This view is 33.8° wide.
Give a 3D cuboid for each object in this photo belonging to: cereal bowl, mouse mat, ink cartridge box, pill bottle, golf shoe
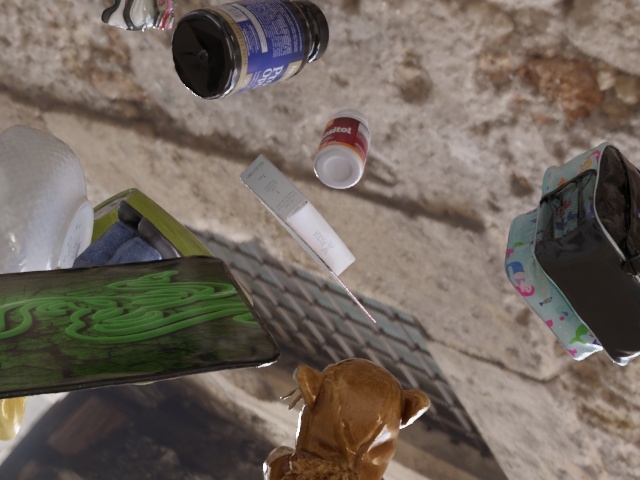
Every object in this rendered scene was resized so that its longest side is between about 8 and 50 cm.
[{"bbox_3d":[-0.453,-0.005,1.668,0.141,0.339,0.339,14,-128,3],"label":"cereal bowl"},{"bbox_3d":[-0.125,0.038,0.491,0.189,0.007,0.152,-4,-162,-16],"label":"mouse mat"},{"bbox_3d":[0.000,0.000,1.743,0.060,0.275,0.239,-45,-118,-2],"label":"ink cartridge box"},{"bbox_3d":[0.041,-0.164,1.829,0.086,0.086,0.152,-16,-149,22],"label":"pill bottle"},{"bbox_3d":[-0.206,-0.319,1.141,0.086,0.067,0.186,-4,-102,-16],"label":"golf shoe"},{"bbox_3d":[-0.091,-0.276,1.470,0.123,0.123,0.219,8,-158,40],"label":"pill bottle"}]

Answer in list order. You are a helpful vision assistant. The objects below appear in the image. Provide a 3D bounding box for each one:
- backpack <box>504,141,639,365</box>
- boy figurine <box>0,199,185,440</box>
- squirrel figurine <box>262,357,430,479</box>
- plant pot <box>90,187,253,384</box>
[{"bbox_3d":[0.353,0.010,1.323,0.191,0.225,0.253,-25,-152,36],"label":"backpack"},{"bbox_3d":[-0.262,0.091,1.076,0.285,0.092,0.177,-48,-141,-10],"label":"boy figurine"},{"bbox_3d":[0.020,0.355,1.394,0.397,0.281,0.370,-83,-169,-79],"label":"squirrel figurine"},{"bbox_3d":[-0.314,0.062,1.913,0.274,0.293,0.275,-28,-163,9],"label":"plant pot"}]
